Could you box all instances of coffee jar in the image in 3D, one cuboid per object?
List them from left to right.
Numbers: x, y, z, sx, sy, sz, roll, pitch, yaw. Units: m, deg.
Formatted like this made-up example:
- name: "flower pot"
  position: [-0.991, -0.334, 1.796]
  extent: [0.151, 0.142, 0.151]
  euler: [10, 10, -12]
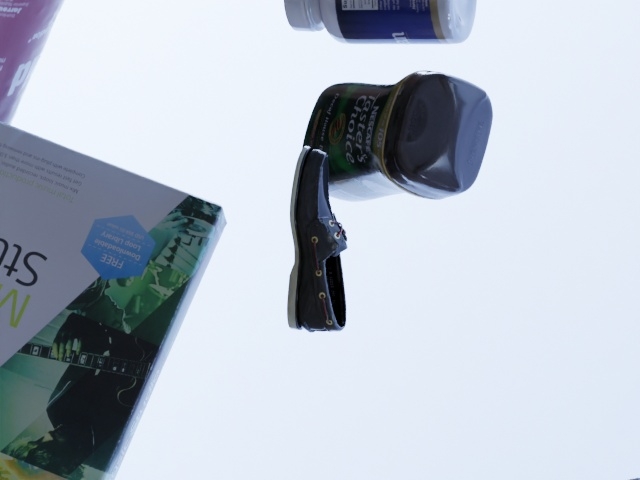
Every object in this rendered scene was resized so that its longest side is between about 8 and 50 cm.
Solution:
- name: "coffee jar"
  position: [0.059, -0.080, 1.523]
  extent: [0.184, 0.079, 0.096]
  euler: [0, -107, 63]

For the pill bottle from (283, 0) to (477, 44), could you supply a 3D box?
- name: "pill bottle"
  position: [0.055, -0.231, 1.844]
  extent: [0.169, 0.094, 0.094]
  euler: [2, -99, 22]

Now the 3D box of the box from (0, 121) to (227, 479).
- name: "box"
  position: [-0.243, 0.080, 1.591]
  extent: [0.232, 0.058, 0.322]
  euler: [20, -103, 8]

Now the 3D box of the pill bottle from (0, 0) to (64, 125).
- name: "pill bottle"
  position: [-0.395, -0.204, 1.968]
  extent: [0.392, 0.224, 0.224]
  euler: [-61, -136, 31]

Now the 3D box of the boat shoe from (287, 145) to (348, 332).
- name: "boat shoe"
  position: [0.001, 0.000, 1.379]
  extent: [0.042, 0.049, 0.133]
  euler: [3, -81, 18]

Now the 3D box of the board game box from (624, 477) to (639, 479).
- name: "board game box"
  position: [0.278, 0.235, 1.475]
  extent: [0.026, 0.154, 0.103]
  euler: [-20, -111, 38]
